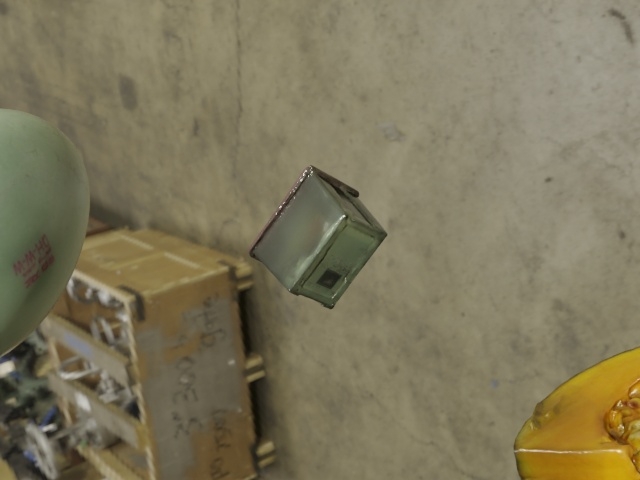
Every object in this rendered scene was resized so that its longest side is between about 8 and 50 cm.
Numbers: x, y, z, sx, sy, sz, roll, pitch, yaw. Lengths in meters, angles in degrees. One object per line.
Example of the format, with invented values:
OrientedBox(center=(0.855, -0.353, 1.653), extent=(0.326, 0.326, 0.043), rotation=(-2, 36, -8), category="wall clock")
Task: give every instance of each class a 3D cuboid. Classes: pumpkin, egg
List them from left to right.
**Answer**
OrientedBox(center=(-0.280, -0.005, 0.730), extent=(0.182, 0.264, 0.183), rotation=(11, 129, 14), category="egg")
OrientedBox(center=(0.410, 0.272, 1.151), extent=(0.225, 0.303, 0.256), rotation=(62, 168, -7), category="pumpkin")

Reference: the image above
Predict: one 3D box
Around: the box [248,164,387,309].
OrientedBox(center=(0.000, 0.000, 0.697), extent=(0.085, 0.060, 0.063), rotation=(-54, 41, 10), category="box")
